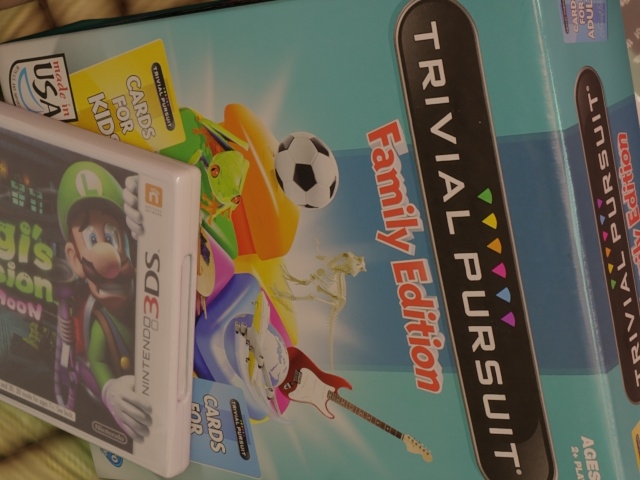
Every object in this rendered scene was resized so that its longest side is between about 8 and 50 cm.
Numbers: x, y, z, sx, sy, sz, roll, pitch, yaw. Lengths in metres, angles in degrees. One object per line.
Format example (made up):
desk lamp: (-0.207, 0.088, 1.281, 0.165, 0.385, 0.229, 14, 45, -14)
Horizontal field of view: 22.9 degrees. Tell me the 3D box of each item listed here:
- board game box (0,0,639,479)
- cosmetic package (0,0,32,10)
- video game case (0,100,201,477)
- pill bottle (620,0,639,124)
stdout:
board game box: (0.000, 0.000, 0.797, 0.336, 0.079, 0.253, -3, 105, 38)
cosmetic package: (-0.224, -0.156, 0.732, 0.160, 0.309, 0.113, -4, 102, -3)
video game case: (-0.145, 0.019, 0.848, 0.190, 0.022, 0.173, 19, 117, 31)
pill bottle: (0.168, -0.083, 0.848, 0.278, 0.162, 0.162, 42, 96, -11)
